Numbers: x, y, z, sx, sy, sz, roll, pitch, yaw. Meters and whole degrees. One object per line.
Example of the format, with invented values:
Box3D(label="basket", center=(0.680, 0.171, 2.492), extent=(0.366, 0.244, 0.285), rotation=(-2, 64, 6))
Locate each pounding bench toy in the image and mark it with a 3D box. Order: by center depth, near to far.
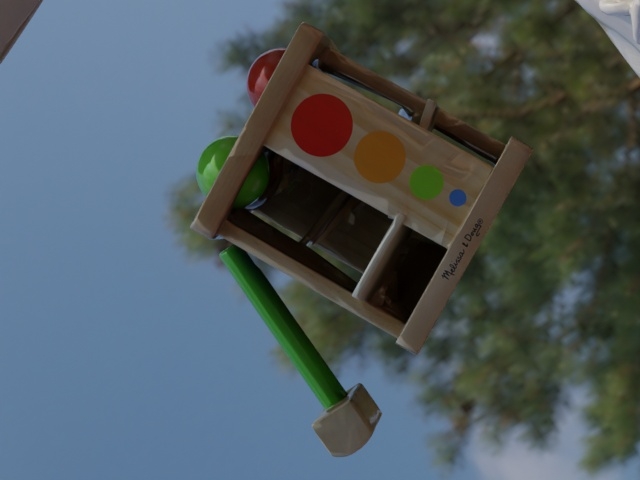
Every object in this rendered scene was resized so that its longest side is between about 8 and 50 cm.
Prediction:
Box3D(label="pounding bench toy", center=(0.000, 0.000, 0.413), extent=(0.065, 0.083, 0.052), rotation=(29, -177, 4))

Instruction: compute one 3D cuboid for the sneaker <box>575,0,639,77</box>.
Box3D(label="sneaker", center=(0.142, -0.069, 0.599), extent=(0.118, 0.110, 0.292), rotation=(4, -128, -50))

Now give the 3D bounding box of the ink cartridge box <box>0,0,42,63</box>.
Box3D(label="ink cartridge box", center=(-0.152, -0.112, 0.454), extent=(0.176, 0.127, 0.128), rotation=(39, 171, -24))
